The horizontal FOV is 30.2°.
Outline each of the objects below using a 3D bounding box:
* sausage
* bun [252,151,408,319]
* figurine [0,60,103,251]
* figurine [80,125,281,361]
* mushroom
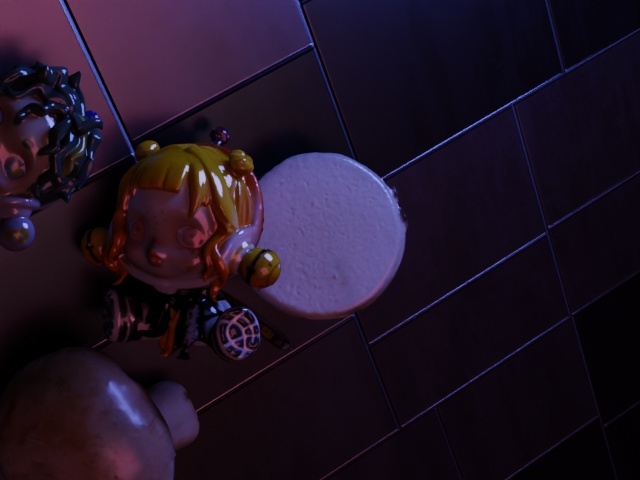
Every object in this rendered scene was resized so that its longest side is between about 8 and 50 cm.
[{"bbox_3d":[-0.112,0.129,1.917,0.198,0.025,0.028,40,85,-34],"label":"sausage"},{"bbox_3d":[0.000,0.000,1.853,0.263,0.175,0.263,0,84,-1],"label":"bun"},{"bbox_3d":[-0.465,-0.104,1.535,0.382,0.186,0.261,-23,108,-13],"label":"figurine"},{"bbox_3d":[-0.188,-0.001,1.701,0.196,0.320,0.323,-16,112,-66],"label":"figurine"},{"bbox_3d":[-0.318,0.278,1.756,0.290,0.293,0.292,-31,128,-54],"label":"mushroom"}]
